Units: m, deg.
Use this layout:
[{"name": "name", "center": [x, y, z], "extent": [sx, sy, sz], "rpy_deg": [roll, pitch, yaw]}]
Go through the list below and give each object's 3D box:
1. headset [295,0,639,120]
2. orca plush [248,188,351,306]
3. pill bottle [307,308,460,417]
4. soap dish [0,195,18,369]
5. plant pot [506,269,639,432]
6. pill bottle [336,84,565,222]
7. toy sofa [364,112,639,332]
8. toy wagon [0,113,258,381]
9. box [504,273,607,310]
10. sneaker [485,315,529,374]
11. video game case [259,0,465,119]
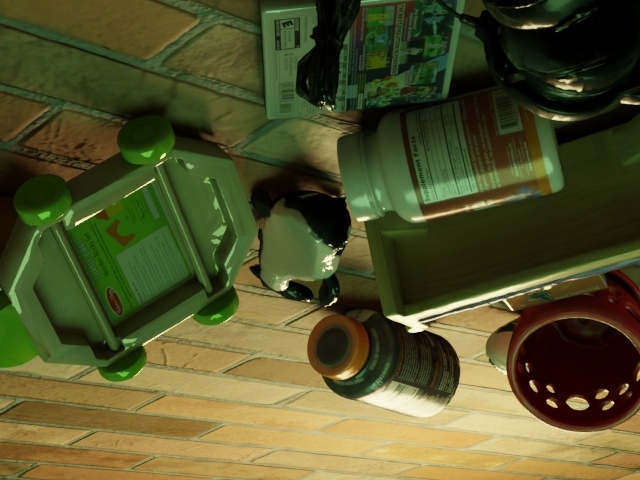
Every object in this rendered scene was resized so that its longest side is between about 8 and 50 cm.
[{"name": "headset", "center": [0.178, -0.177, 1.168], "extent": [0.394, 0.185, 0.243], "rpy_deg": [5, 152, 22]}, {"name": "orca plush", "center": [0.000, 0.000, 1.677], "extent": [0.102, 0.151, 0.287], "rpy_deg": [-35, 161, -18]}, {"name": "pill bottle", "center": [0.085, 0.170, 2.066], "extent": [0.130, 0.130, 0.246], "rpy_deg": [-22, 153, 29]}, {"name": "soap dish", "center": [-0.397, 0.046, 1.622], "extent": [0.229, 0.118, 0.291], "rpy_deg": [6, 153, -31]}, {"name": "plant pot", "center": [0.352, 0.135, 1.949], "extent": [0.191, 0.191, 0.174], "rpy_deg": [-18, -161, 23]}, {"name": "pill bottle", "center": [0.132, -0.086, 1.486], "extent": [0.216, 0.121, 0.121], "rpy_deg": [-13, 157, 11]}, {"name": "toy sofa", "center": [0.242, -0.015, 1.621], "extent": [0.362, 0.150, 0.177], "rpy_deg": [-18, 163, 19]}, {"name": "toy wagon", "center": [-0.229, 0.030, 1.496], "extent": [0.344, 0.068, 0.267], "rpy_deg": [-31, 136, -14]}, {"name": "box", "center": [0.269, 0.009, 1.796], "extent": [0.130, 0.091, 0.170], "rpy_deg": [-16, 156, 17]}, {"name": "sneaker", "center": [0.364, 0.126, 2.105], "extent": [0.235, 0.094, 0.153], "rpy_deg": [-1, 155, -17]}, {"name": "video game case", "center": [0.037, -0.178, 1.364], "extent": [0.183, 0.023, 0.201], "rpy_deg": [-7, 156, -4]}]
